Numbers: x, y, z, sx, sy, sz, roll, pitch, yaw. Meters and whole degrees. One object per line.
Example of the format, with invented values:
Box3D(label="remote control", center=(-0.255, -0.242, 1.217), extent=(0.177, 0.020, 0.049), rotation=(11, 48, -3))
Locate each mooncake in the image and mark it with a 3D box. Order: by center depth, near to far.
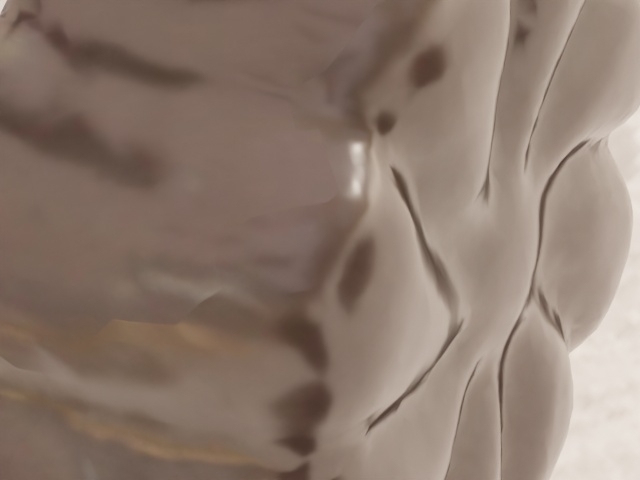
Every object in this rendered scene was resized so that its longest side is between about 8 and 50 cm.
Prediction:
Box3D(label="mooncake", center=(0.000, 0.000, 0.655), extent=(0.154, 0.306, 0.306), rotation=(12, 51, 23))
